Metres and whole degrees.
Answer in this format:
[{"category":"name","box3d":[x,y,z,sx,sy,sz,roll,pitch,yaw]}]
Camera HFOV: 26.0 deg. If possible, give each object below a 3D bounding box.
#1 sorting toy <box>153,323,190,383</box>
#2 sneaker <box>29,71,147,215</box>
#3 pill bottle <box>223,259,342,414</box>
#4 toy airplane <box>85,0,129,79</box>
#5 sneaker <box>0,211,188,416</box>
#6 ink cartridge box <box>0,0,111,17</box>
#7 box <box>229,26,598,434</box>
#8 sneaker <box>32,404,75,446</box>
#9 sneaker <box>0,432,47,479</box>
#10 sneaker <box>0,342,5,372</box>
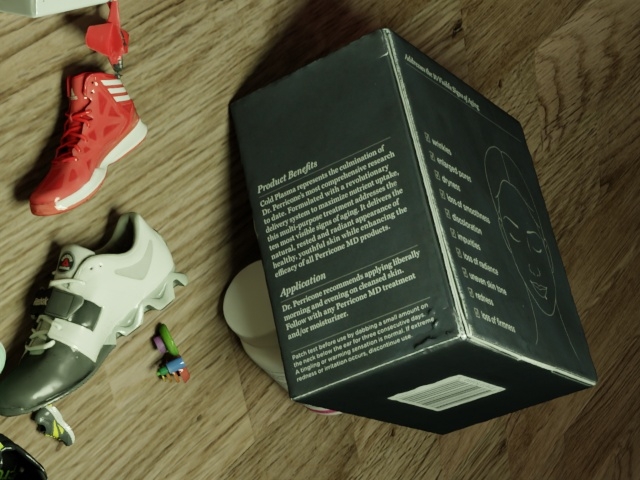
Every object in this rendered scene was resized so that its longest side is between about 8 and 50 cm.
[{"category":"sorting toy","box3d":[-0.223,0.173,2.009,0.042,0.061,0.102,-26,121,-8]},{"category":"sneaker","box3d":[-0.315,-0.135,1.749,0.221,0.087,0.128,-57,135,-46]},{"category":"pill bottle","box3d":[-0.029,0.151,2.174,0.283,0.160,0.160,48,62,-50]},{"category":"toy airplane","box3d":[-0.265,-0.280,1.765,0.151,0.028,0.151,-7,90,-78]},{"category":"sneaker","box3d":[-0.322,0.087,1.789,0.330,0.122,0.146,-48,123,-37]},{"category":"ink cartridge box","box3d":[-0.308,-0.324,1.609,0.208,0.153,0.087,-25,122,-50]},{"category":"box","box3d":[0.146,0.009,2.082,0.480,0.297,0.472,23,50,-55]},{"category":"sneaker","box3d":[-0.360,0.250,1.857,0.035,0.031,0.083,-42,131,-21]},{"category":"sneaker","box3d":[-0.388,0.324,1.776,0.084,0.097,0.234,-55,141,-27]},{"category":"sneaker","box3d":[-0.430,0.210,1.627,0.256,0.151,0.094,-44,133,-40]}]
